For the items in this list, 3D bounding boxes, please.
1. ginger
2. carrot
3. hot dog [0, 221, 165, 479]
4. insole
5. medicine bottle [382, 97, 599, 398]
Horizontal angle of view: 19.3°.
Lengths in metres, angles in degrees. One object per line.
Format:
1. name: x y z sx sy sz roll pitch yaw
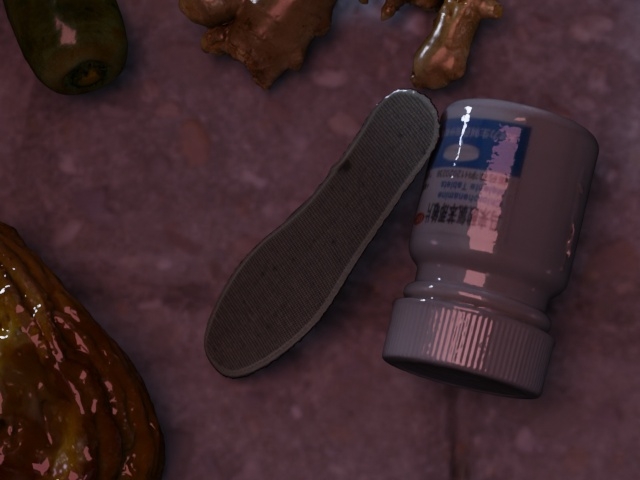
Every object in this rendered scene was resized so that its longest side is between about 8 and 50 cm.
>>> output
1. ginger: 0.021 -0.165 1.244 0.193 0.052 0.176 35 88 10
2. carrot: -0.226 -0.257 1.315 0.074 0.074 0.359 -29 70 6
3. hot dog: -0.225 0.089 1.210 0.175 0.114 0.259 -43 72 0
4. insole: 0.000 0.000 1.189 0.232 0.003 0.080 -51 52 19
5. medicine bottle: 0.105 0.005 1.155 0.105 0.105 0.168 11 80 16
